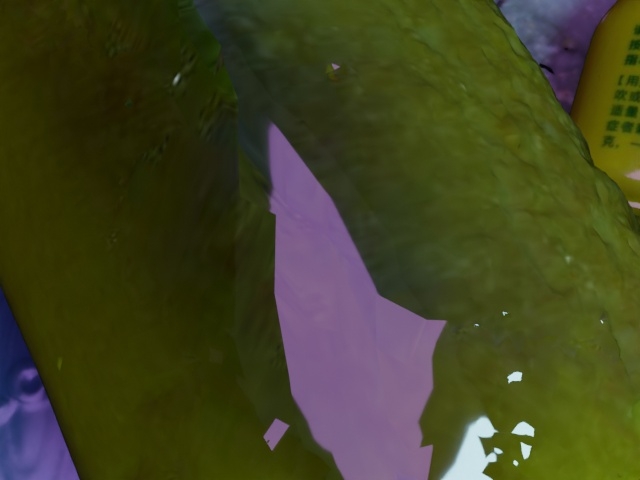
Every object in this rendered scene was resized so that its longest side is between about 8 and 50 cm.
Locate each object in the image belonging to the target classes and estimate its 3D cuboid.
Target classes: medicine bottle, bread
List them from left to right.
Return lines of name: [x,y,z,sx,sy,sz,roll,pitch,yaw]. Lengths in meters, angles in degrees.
bread: [0.000,0.000,0.454,0.251,0.208,0.376,-18,72,-26]
medicine bottle: [0.198,-0.122,0.573,0.095,0.064,0.260,17,73,8]

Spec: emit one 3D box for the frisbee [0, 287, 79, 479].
frisbee: [-0.142,0.078,0.520,0.290,0.049,0.289,0,64,1]
